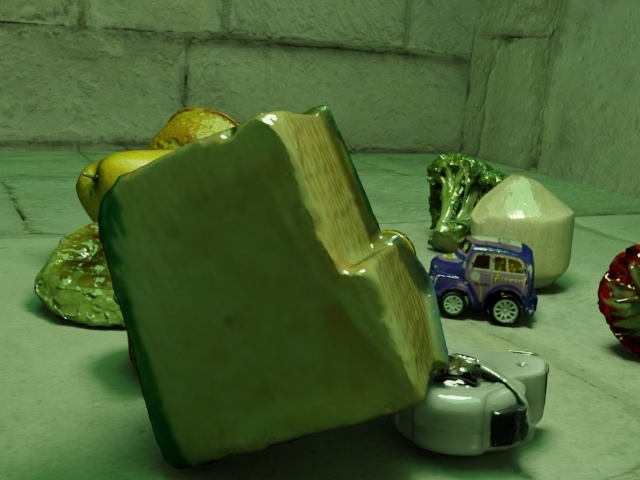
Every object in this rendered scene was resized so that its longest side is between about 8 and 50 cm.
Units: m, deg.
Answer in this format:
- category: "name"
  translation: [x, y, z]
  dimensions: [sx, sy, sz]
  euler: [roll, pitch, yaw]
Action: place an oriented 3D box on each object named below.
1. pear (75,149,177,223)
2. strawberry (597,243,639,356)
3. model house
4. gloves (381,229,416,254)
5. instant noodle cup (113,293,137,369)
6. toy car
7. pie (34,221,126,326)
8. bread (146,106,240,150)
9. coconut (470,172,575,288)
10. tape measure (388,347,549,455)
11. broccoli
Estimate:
- category: "pear"
  translation: [-0.360, -0.065, 1.700]
  dimensions: [0.336, 0.285, 0.285]
  euler: [-1, 15, -22]
- category: "strawberry"
  translation: [0.663, 0.111, 1.408]
  dimensions: [0.257, 0.261, 0.261]
  euler: [-18, 25, -41]
- category: "model house"
  translation: [-0.052, 0.042, 1.021]
  dimensions: [0.334, 0.382, 0.342]
  euler: [-19, 3, 17]
- category: "gloves"
  translation: [0.091, 0.070, 1.684]
  dimensions: [0.133, 0.116, 0.294]
  euler: [5, 18, 34]
- category: "instant noodle cup"
  translation: [-0.236, 0.140, 1.221]
  dimensions: [0.177, 0.125, 0.208]
  euler: [13, 16, 28]
- category: "toy car"
  translation: [0.334, 0.070, 1.604]
  dimensions: [0.235, 0.158, 0.172]
  euler: [7, 14, 8]
- category: "pie"
  translation: [-0.395, 0.057, 1.468]
  dimensions: [0.306, 0.071, 0.306]
  euler: [1, 35, -1]
- category: "bread"
  translation: [-0.335, -0.205, 2.244]
  dimensions: [0.358, 0.337, 0.204]
  euler: [10, 39, 29]
- category: "coconut"
  translation: [0.472, -0.027, 1.822]
  dimensions: [0.237, 0.266, 0.237]
  euler: [-2, 20, 1]
- category: "tape measure"
  translation: [0.191, 0.218, 1.062]
  dimensions: [0.236, 0.120, 0.197]
  euler: [4, 15, 15]
- category: "broccoli"
  translation: [0.411, -0.085, 2.112]
  dimensions: [0.321, 0.304, 0.283]
  euler: [13, 47, 39]
